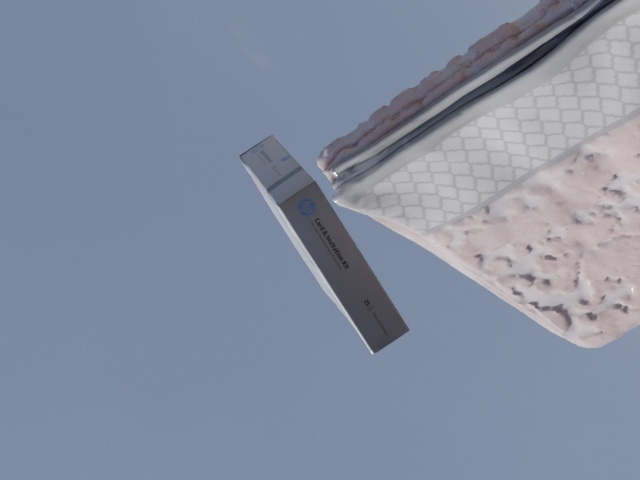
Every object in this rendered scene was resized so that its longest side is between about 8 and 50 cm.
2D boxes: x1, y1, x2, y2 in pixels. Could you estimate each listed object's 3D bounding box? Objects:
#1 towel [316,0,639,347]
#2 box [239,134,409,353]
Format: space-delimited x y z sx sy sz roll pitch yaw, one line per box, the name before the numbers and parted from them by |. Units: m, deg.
towel | 0.218 -0.057 1.313 0.317 0.332 0.053 28 -136 -35
box | 0.000 0.000 1.503 0.145 0.038 0.186 58 177 -18
